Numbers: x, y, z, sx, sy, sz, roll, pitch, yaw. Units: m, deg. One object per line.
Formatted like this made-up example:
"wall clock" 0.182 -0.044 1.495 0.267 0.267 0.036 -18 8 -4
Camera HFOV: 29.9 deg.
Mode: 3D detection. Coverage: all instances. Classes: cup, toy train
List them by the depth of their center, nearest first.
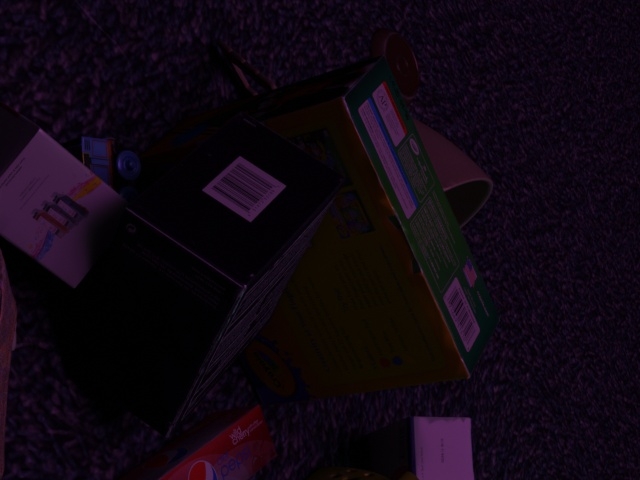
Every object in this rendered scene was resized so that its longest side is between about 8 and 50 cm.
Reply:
"toy train" -0.295 -0.050 1.594 0.105 0.080 0.184 3 79 -47
"cup" 0.087 -0.094 2.009 0.331 0.331 0.237 -8 61 -57

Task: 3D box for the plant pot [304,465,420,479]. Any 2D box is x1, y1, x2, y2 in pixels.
"plant pot" 0.065 0.486 1.835 0.228 0.207 0.227 -34 108 -54

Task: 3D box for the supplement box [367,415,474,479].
"supplement box" 0.162 0.363 1.998 0.114 0.220 0.111 4 73 -17

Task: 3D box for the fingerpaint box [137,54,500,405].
"fingerpaint box" 0.000 0.000 1.747 0.444 0.371 0.163 64 35 -19

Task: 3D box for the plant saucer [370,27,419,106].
"plant saucer" 0.156 -0.349 2.416 0.168 0.029 0.168 23 62 -52

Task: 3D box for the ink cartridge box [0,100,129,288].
"ink cartridge box" -0.339 -0.053 1.436 0.127 0.128 0.176 -51 131 -8

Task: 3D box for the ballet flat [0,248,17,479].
"ballet flat" -0.397 0.144 1.369 0.106 0.108 0.316 43 49 -69

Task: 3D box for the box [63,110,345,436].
"box" -0.151 0.040 1.550 0.183 0.294 0.296 33 38 7

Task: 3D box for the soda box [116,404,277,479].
"soda box" -0.171 0.316 1.638 0.263 0.092 0.083 -31 104 -56

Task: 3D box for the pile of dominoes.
"pile of dominoes" -0.062 -0.210 1.880 0.196 0.040 0.251 60 -8 -35
